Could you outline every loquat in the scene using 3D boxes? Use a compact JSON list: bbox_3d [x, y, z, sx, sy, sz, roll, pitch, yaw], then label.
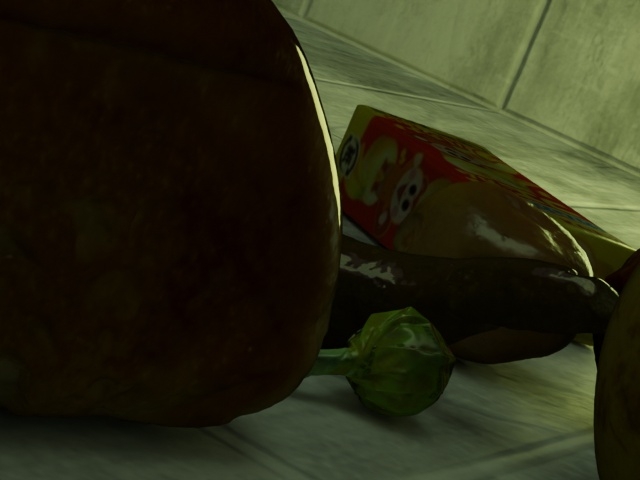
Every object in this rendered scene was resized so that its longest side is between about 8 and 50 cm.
[{"bbox_3d":[0.113,0.022,1.173,0.137,0.113,0.137,18,4,-1],"label":"loquat"}]

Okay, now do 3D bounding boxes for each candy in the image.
[{"bbox_3d":[-0.014,0.060,0.933,0.194,0.058,0.062,5,10,-32],"label":"candy"},{"bbox_3d":[0.121,-0.016,1.445,0.146,0.088,0.276,18,13,-26],"label":"candy"}]

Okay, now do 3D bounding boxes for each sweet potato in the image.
[{"bbox_3d":[0.001,0.007,1.036,0.346,0.108,0.079,25,23,13],"label":"sweet potato"}]

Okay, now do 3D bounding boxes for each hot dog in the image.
[{"bbox_3d":[-0.154,-0.056,0.720,0.405,0.223,0.185,9,21,-44],"label":"hot dog"}]

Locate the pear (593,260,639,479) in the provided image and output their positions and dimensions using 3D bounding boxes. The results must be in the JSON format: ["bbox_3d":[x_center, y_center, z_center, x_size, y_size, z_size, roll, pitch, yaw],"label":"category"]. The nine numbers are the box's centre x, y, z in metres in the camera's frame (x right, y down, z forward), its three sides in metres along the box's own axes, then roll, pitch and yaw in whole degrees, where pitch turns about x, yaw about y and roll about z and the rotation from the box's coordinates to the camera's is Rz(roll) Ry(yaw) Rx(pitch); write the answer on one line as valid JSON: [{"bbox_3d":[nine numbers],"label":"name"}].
[{"bbox_3d":[0.263,0.076,0.832,0.280,0.281,0.281,22,11,-4],"label":"pear"}]

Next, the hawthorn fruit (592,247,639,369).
[{"bbox_3d":[0.249,0.065,1.132,0.188,0.169,0.169,21,10,-25],"label":"hawthorn fruit"}]
